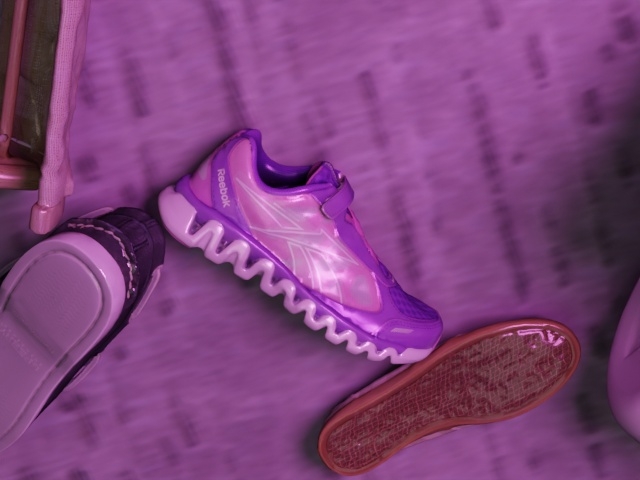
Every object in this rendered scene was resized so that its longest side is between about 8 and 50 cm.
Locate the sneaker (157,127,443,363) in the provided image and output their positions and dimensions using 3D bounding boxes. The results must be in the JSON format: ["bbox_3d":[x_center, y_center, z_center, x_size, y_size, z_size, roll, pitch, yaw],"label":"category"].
[{"bbox_3d":[0.000,0.000,1.252,0.236,0.095,0.104,33,103,-7],"label":"sneaker"}]

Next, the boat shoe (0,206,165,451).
[{"bbox_3d":[-0.221,0.075,1.288,0.302,0.091,0.114,-33,94,39],"label":"boat shoe"}]

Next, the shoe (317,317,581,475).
[{"bbox_3d":[0.097,0.113,1.305,0.219,0.058,0.076,-24,102,12],"label":"shoe"}]

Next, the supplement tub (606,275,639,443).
[{"bbox_3d":[0.386,0.102,1.179,0.316,0.228,0.228,28,111,-7],"label":"supplement tub"}]

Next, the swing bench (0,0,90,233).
[{"bbox_3d":[-0.278,-0.167,1.173,0.254,0.165,0.253,10,112,-5],"label":"swing bench"}]
